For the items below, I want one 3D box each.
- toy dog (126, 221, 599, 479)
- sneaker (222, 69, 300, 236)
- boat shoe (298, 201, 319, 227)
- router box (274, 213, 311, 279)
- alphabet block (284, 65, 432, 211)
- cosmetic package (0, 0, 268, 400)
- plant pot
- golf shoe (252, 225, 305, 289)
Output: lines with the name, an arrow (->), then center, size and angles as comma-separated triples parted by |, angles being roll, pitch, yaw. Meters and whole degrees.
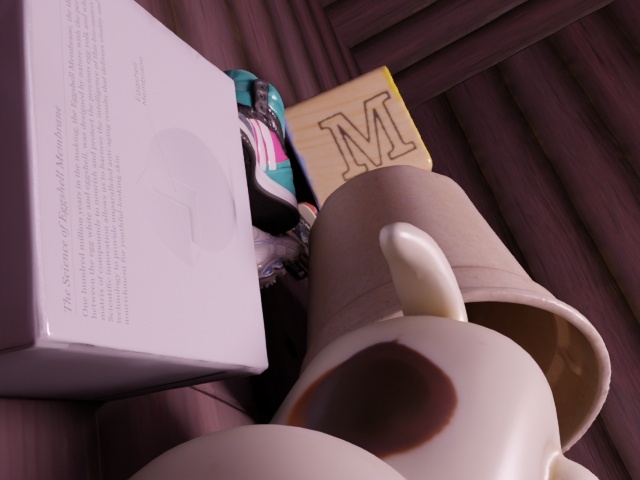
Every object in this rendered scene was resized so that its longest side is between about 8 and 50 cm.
toy dog -> 0.038, 0.190, 0.440 | 0.408, 0.285, 0.395 | 1, 98, -64
sneaker -> -0.111, -0.134, 0.892 | 0.295, 0.124, 0.178 | 52, 21, -63
boat shoe -> 0.000, 0.000, 1.213 | 0.137, 0.049, 0.043 | 58, 12, 0
router box -> -0.050, -0.014, 1.072 | 0.122, 0.038, 0.092 | 48, 20, -45
alphabet block -> 0.060, -0.151, 1.310 | 0.192, 0.197, 0.193 | 57, 9, -81
cosmetic package -> -0.151, -0.025, 0.466 | 0.225, 0.138, 0.224 | 32, 47, -65
plant pot -> 0.113, 0.084, 0.893 | 0.334, 0.334, 0.305 | 53, 16, -36
golf shoe -> -0.072, 0.006, 0.916 | 0.086, 0.069, 0.176 | 56, 14, -3
